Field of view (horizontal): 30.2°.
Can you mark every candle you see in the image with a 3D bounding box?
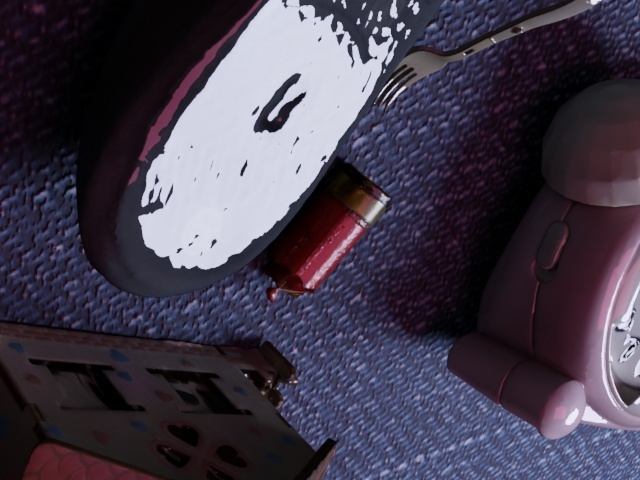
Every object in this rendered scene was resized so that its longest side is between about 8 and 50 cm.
[{"bbox_3d":[0.000,0.000,0.971,0.130,0.052,0.052,-50,137,3],"label":"candle"}]

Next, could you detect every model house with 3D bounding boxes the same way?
[{"bbox_3d":[-0.116,0.188,0.872,0.326,0.244,0.169,12,109,-45],"label":"model house"}]

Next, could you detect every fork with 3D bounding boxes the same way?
[{"bbox_3d":[0.131,-0.160,0.912,0.219,0.028,0.034,-25,138,29],"label":"fork"}]

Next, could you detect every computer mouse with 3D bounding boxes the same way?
[{"bbox_3d":[-0.040,-0.134,0.788,0.371,0.122,0.188,-51,148,2],"label":"computer mouse"}]

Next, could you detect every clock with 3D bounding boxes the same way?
[{"bbox_3d":[0.309,0.024,1.154,0.342,0.184,0.326,10,108,-48],"label":"clock"}]
